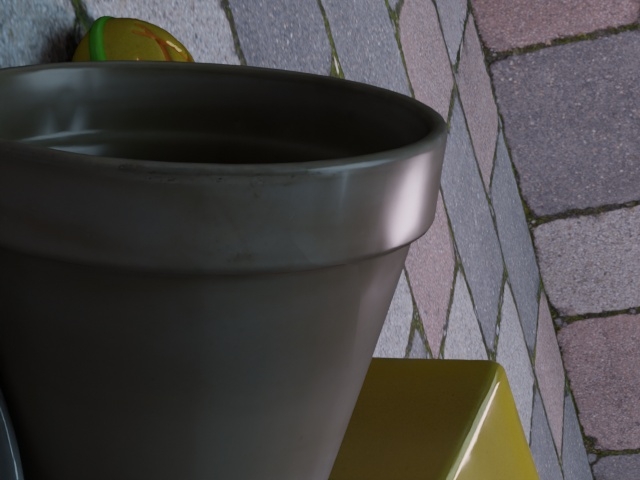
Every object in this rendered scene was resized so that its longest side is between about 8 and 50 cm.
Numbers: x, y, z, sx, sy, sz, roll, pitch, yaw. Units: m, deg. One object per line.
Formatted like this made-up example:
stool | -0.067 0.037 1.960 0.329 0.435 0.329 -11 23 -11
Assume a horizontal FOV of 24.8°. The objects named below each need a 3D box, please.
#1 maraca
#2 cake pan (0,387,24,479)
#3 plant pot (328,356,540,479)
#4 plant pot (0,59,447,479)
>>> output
maraca | -0.139 -0.119 1.145 0.186 0.099 0.127 -67 136 -75
cake pan | -0.244 0.148 0.743 0.293 0.054 0.293 -9 90 -73
plant pot | 0.093 0.265 1.542 0.187 0.212 0.212 -62 142 -43
plant pot | -0.093 0.046 0.941 0.323 0.323 0.280 -45 142 -69
